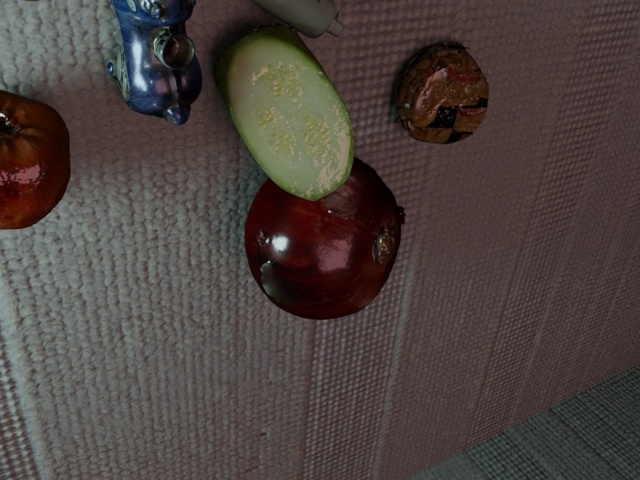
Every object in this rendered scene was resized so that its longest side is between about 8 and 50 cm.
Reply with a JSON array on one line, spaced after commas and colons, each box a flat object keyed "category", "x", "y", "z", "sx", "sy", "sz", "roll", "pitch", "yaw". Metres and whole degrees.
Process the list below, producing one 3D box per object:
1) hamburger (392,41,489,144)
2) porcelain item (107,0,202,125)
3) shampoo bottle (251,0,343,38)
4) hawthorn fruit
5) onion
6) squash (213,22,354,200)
[{"category": "hamburger", "x": 0.263, "y": -0.316, "z": 1.519, "sx": 0.230, "sy": 0.107, "sz": 0.231, "roll": -15, "pitch": 132, "yaw": -18}, {"category": "porcelain item", "x": -0.244, "y": -0.316, "z": 1.080, "sx": 0.137, "sy": 0.186, "sz": 0.288, "roll": -21, "pitch": 131, "yaw": -28}, {"category": "shampoo bottle", "x": -0.054, "y": -0.421, "z": 1.213, "sx": 0.262, "sy": 0.085, "sz": 0.085, "roll": 21, "pitch": 108, "yaw": -44}, {"category": "hawthorn fruit", "x": -0.485, "y": -0.099, "z": 1.076, "sx": 0.207, "sy": 0.208, "sz": 0.243, "roll": -17, "pitch": 156, "yaw": -26}, {"category": "onion", "x": -0.006, "y": -0.005, "z": 1.401, "sx": 0.341, "sy": 0.341, "sz": 0.342, "roll": -20, "pitch": 131, "yaw": -24}, {"category": "squash", "x": -0.054, "y": -0.219, "z": 1.217, "sx": 0.189, "sy": 0.261, "sz": 0.189, "roll": -24, "pitch": 159, "yaw": -10}]
